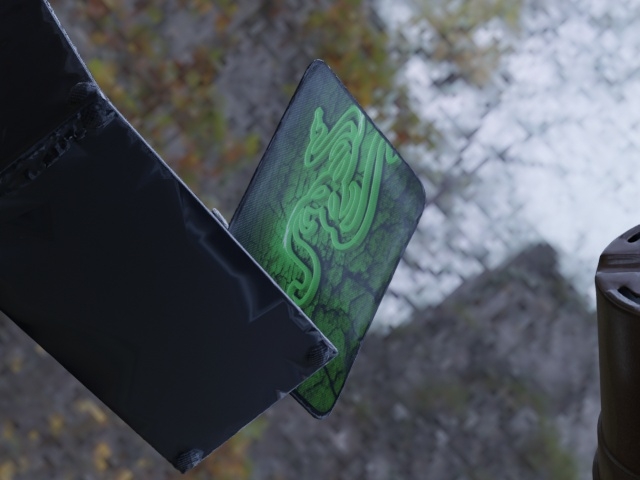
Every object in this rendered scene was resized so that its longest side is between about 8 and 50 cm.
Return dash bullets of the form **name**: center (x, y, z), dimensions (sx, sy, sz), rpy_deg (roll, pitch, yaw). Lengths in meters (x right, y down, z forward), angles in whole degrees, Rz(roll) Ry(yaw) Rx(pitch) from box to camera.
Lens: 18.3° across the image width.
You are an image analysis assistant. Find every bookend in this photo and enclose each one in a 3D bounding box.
- **bookend**: center (-0.087, -0.024, 0.704), dimensions (0.157, 0.072, 0.156), rpy_deg (50, 4, -43)

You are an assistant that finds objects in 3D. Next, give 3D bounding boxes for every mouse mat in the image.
- **mouse mat**: center (0.000, 0.000, 1.267), dimensions (0.007, 0.190, 0.152), rpy_deg (0, -35, 40)

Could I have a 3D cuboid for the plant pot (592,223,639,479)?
- **plant pot**: center (0.245, 0.079, 1.259), dimensions (0.167, 0.167, 0.165), rpy_deg (31, -39, 50)
